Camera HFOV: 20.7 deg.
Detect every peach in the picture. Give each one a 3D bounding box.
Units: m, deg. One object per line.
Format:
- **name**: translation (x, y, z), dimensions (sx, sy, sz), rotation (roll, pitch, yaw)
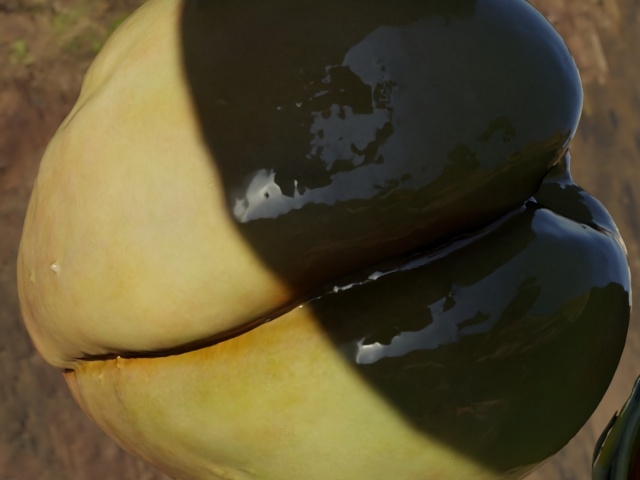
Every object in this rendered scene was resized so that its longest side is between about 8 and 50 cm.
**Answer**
- **peach**: translation (0.000, 0.001, 0.842), dimensions (0.292, 0.292, 0.247), rotation (63, 24, -22)

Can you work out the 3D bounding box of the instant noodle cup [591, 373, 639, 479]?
- **instant noodle cup**: translation (0.273, 0.193, 0.872), dimensions (0.311, 0.311, 0.221), rotation (67, 26, -14)
